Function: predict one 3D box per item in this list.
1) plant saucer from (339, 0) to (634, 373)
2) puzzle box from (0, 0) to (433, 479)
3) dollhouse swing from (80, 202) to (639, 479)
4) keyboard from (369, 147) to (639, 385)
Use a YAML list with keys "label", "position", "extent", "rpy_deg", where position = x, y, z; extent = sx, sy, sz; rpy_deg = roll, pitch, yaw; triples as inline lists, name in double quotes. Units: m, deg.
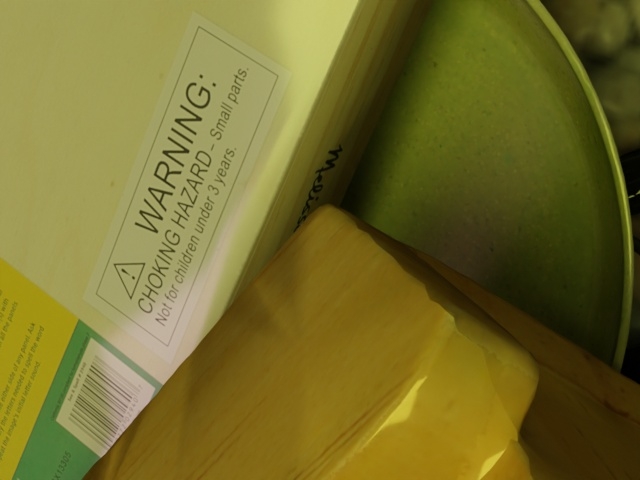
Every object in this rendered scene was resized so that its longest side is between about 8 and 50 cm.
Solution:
- label: "plant saucer"
  position: [0.000, 0.000, 0.569]
  extent: [0.241, 0.037, 0.241]
  rpy_deg: [5, 100, 31]
- label: "puzzle box"
  position: [-0.118, -0.055, 0.580]
  extent: [0.272, 0.052, 0.409]
  rpy_deg: [35, 114, 22]
- label: "dollhouse swing"
  position: [0.097, 0.207, 0.416]
  extent: [0.347, 0.305, 0.315]
  rpy_deg: [31, 116, -21]
- label: "keyboard"
  position: [0.134, 0.047, 0.570]
  extent: [0.317, 0.033, 0.201]
  rpy_deg: [-19, 100, 22]
